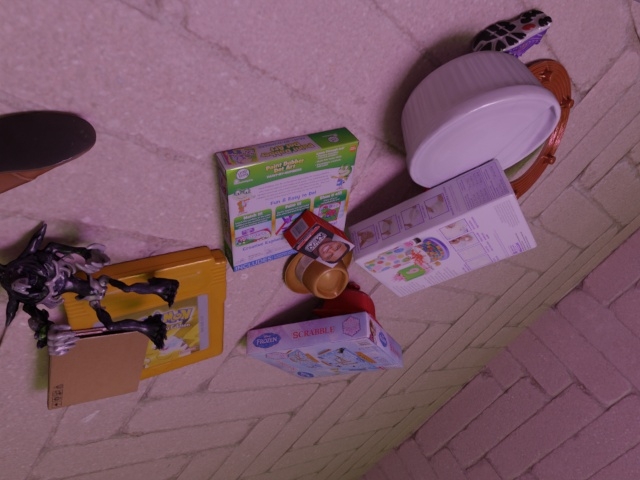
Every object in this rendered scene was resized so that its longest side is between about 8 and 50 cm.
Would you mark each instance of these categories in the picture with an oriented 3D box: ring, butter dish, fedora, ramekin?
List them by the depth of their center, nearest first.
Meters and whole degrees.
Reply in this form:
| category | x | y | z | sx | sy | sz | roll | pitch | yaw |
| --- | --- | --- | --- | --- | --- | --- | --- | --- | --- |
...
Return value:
| category | x | y | z | sx | sy | sz | roll | pitch | yaw |
| --- | --- | --- | --- | --- | --- | --- | --- | --- | --- |
| ramekin | 0.273 | -0.217 | 0.797 | 0.272 | 0.127 | 0.273 | -12 | 157 | -5 |
| ring | 0.479 | -0.233 | 1.002 | 0.336 | 0.032 | 0.337 | -21 | 128 | -30 |
| fedora | 0.011 | 0.080 | 1.018 | 0.194 | 0.079 | 0.194 | -21 | 142 | -18 |
| butter dish | 0.080 | 0.170 | 1.149 | 0.160 | 0.118 | 0.160 | 0 | 153 | 23 |

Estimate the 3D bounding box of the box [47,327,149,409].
| category | x | y | z | sx | sy | sz | roll | pitch | yaw |
| --- | --- | --- | --- | --- | --- | --- | --- | --- | --- |
| box | -0.421 | 0.239 | 0.830 | 0.164 | 0.021 | 0.201 | -1 | 130 | -36 |

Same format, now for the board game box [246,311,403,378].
| category | x | y | z | sx | sy | sz | roll | pitch | yaw |
| --- | --- | --- | --- | --- | --- | --- | --- | --- | --- |
| board game box | 0.023 | 0.289 | 1.152 | 0.317 | 0.066 | 0.319 | -13 | 148 | 19 |

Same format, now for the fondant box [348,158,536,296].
| category | x | y | z | sx | sy | sz | roll | pitch | yaw |
| --- | --- | --- | --- | --- | --- | --- | --- | --- | --- |
| fondant box | 0.260 | -0.007 | 0.936 | 0.330 | 0.096 | 0.238 | -26 | 143 | 22 |

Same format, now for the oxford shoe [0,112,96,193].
| category | x | y | z | sx | sy | sz | roll | pitch | yaw |
| --- | --- | --- | --- | --- | --- | --- | --- | --- | --- |
| oxford shoe | -0.387 | -0.099 | 0.545 | 0.212 | 0.076 | 0.076 | -24 | 172 | -18 |

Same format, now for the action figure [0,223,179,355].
| category | x | y | z | sx | sy | sz | roll | pitch | yaw |
| --- | --- | --- | --- | --- | --- | --- | --- | --- | --- |
| action figure | -0.356 | 0.076 | 0.650 | 0.275 | 0.141 | 0.164 | 20 | 85 | -31 |

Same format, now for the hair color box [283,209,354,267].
| category | x | y | z | sx | sy | sz | roll | pitch | yaw |
| --- | --- | --- | --- | --- | --- | --- | --- | --- | --- |
| hair color box | 0.000 | 0.000 | 0.865 | 0.072 | 0.043 | 0.141 | -46 | 142 | 13 |

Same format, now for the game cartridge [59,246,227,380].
| category | x | y | z | sx | sy | sz | roll | pitch | yaw |
| --- | --- | --- | --- | --- | --- | --- | --- | --- | --- |
| game cartridge | -0.331 | 0.163 | 0.871 | 0.285 | 0.053 | 0.324 | -13 | 139 | -26 |

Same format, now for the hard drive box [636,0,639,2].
| category | x | y | z | sx | sy | sz | roll | pitch | yaw |
| --- | --- | --- | --- | --- | --- | --- | --- | --- | --- |
| hard drive box | 0.419 | -0.299 | 0.458 | 0.181 | 0.232 | 0.089 | 7 | 130 | -43 |

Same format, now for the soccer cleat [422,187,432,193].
| category | x | y | z | sx | sy | sz | roll | pitch | yaw |
| --- | --- | --- | --- | --- | --- | --- | --- | --- | --- |
| soccer cleat | 0.352 | -0.143 | 1.039 | 0.247 | 0.083 | 0.095 | -12 | 133 | -23 |

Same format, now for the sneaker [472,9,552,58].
| category | x | y | z | sx | sy | sz | roll | pitch | yaw |
| --- | --- | --- | --- | --- | --- | --- | --- | --- | --- |
| sneaker | 0.357 | -0.364 | 0.811 | 0.169 | 0.068 | 0.071 | -25 | 148 | -14 |

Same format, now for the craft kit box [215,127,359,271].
| category | x | y | z | sx | sy | sz | roll | pitch | yaw |
| --- | --- | --- | --- | --- | --- | --- | --- | --- | --- |
| craft kit box | -0.061 | -0.072 | 0.819 | 0.249 | 0.061 | 0.247 | -17 | 142 | -23 |
